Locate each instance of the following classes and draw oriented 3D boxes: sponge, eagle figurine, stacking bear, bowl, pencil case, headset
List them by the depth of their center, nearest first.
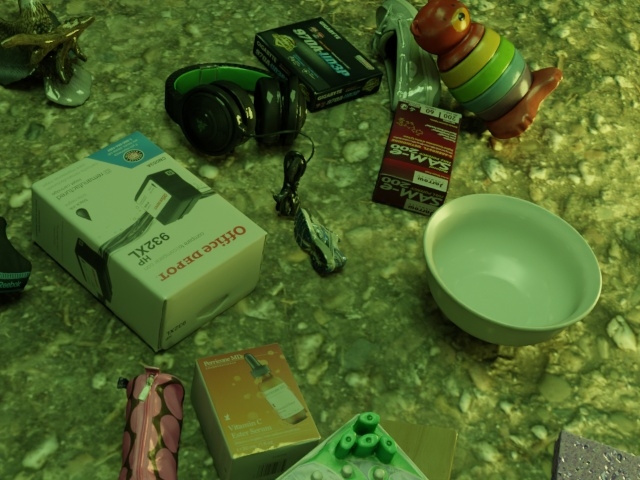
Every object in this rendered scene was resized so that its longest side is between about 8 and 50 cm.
[{"bbox_3d":[-0.228,0.275,1.341,0.095,0.098,0.209,4,46,-11],"label":"pencil case"},{"bbox_3d":[0.441,0.362,1.469,0.210,0.031,0.117,19,44,4],"label":"sponge"},{"bbox_3d":[0.296,0.071,1.648,0.297,0.134,0.298,7,44,-7],"label":"bowl"},{"bbox_3d":[-0.133,-0.205,1.845,0.243,0.185,0.394,-11,35,-29],"label":"headset"},{"bbox_3d":[-0.552,-0.392,1.893,0.298,0.225,0.226,14,-9,43],"label":"eagle figurine"},{"bbox_3d":[0.298,-0.352,1.962,0.289,0.164,0.175,42,71,-18],"label":"stacking bear"}]

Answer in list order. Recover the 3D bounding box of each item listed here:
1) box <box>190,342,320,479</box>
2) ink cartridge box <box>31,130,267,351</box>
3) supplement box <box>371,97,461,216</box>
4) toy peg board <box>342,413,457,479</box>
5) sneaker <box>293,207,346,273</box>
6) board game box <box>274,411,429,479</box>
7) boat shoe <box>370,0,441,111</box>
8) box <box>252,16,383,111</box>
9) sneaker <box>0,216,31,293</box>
[{"bbox_3d":[-0.095,0.245,1.409,0.130,0.091,0.170,-10,50,-23],"label":"box"},{"bbox_3d":[-0.270,-0.006,1.586,0.307,0.129,0.223,38,49,22],"label":"ink cartridge box"},{"bbox_3d":[0.183,-0.158,1.891,0.130,0.073,0.239,15,45,1],"label":"supplement box"},{"bbox_3d":[0.098,0.337,1.391,0.160,0.079,0.161,6,43,14],"label":"toy peg board"},{"bbox_3d":[0.000,0.000,1.712,0.058,0.052,0.135,-7,55,-34],"label":"sneaker"},{"bbox_3d":[0.045,0.449,1.190,0.390,0.050,0.390,-34,71,-27],"label":"board game box"},{"bbox_3d":[0.161,-0.384,2.082,0.103,0.118,0.321,-3,55,-15],"label":"boat shoe"},{"bbox_3d":[-0.007,-0.363,2.061,0.175,0.051,0.220,-21,54,-31],"label":"box"},{"bbox_3d":[-0.573,-0.022,1.562,0.139,0.125,0.341,6,34,-49],"label":"sneaker"}]
